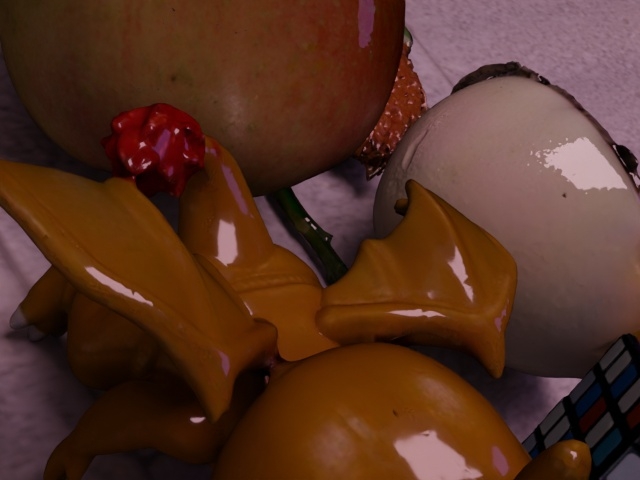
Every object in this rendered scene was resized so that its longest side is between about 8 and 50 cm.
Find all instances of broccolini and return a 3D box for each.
[{"bbox_3d":[0.007,-0.004,1.157,0.254,0.058,0.071,60,-4,18],"label":"broccolini"}]

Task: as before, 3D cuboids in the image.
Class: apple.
[{"bbox_3d":[-0.086,-0.193,1.034,0.319,0.277,0.319,5,20,-2],"label":"apple"}]

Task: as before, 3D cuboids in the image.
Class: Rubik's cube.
[{"bbox_3d":[0.245,0.208,1.008,0.187,0.182,0.184,39,12,-7],"label":"Rubik's cube"}]

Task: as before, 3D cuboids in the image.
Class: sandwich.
[{"bbox_3d":[0.019,-0.144,1.300,0.159,0.079,0.235,48,38,-10],"label":"sandwich"}]

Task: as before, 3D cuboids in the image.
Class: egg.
[{"bbox_3d":[0.145,0.015,1.141,0.174,0.264,0.286,-31,112,-22],"label":"egg"}]

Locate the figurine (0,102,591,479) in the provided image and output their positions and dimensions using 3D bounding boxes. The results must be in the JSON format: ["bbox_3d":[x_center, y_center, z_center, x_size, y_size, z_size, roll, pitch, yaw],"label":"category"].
[{"bbox_3d":[-0.023,0.105,0.826,0.401,0.268,0.387,16,24,-51],"label":"figurine"}]
